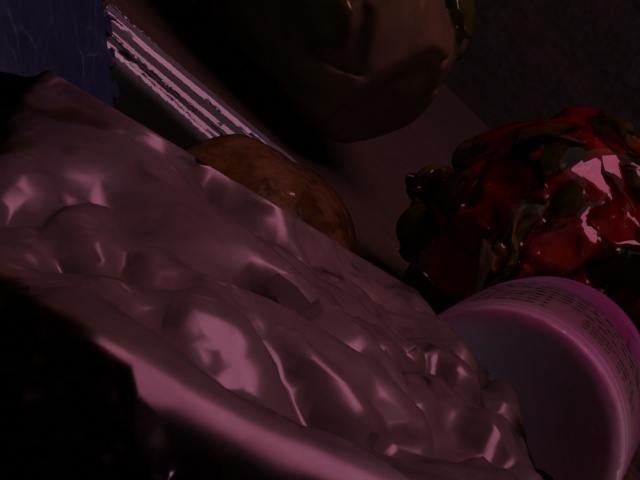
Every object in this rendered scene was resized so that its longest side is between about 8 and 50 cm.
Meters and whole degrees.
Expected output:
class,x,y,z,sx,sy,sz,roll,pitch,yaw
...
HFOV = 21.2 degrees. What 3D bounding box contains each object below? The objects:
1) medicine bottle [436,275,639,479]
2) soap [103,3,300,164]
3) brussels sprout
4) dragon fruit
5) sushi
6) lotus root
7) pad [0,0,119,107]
class,x,y,z,sx,sy,sz,roll,pitch,yaw
medicine bottle,0.126,0.103,1.071,0.152,0.152,0.254,45,12,8
soap,-0.092,-0.066,1.153,0.198,0.063,0.114,41,13,-11
brussels sprout,0.015,-0.258,1.652,0.289,0.281,0.354,93,-19,-56
dragon fruit,0.184,0.014,1.401,0.231,0.237,0.302,64,1,-4
sushi,-0.066,0.073,0.483,0.234,0.207,0.348,31,8,-2
lotus root,-0.036,0.029,0.869,0.138,0.138,0.214,37,17,-27
pad,-0.171,-0.058,0.754,0.269,0.012,0.269,26,45,-51
